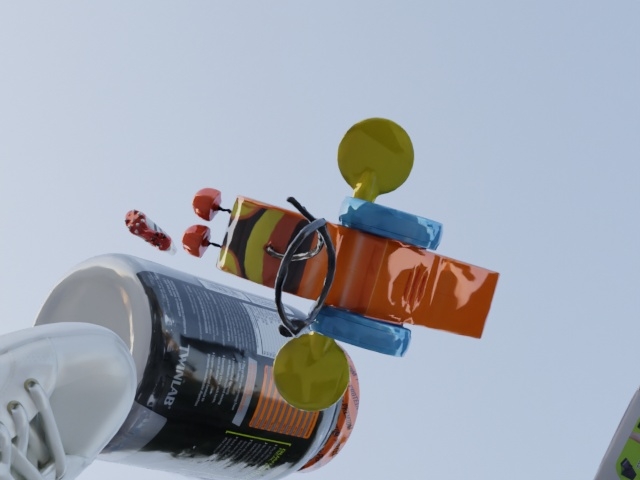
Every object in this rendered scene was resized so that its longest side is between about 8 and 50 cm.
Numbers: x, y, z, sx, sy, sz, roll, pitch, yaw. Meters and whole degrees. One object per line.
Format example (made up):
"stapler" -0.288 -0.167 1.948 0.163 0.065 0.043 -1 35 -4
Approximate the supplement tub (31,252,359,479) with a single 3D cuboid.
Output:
"supplement tub" -0.124 0.146 1.433 0.207 0.207 0.338 -37 -36 26

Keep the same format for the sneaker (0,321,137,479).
"sneaker" -0.188 0.141 0.687 0.123 0.290 0.106 13 -54 44

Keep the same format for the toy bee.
"toy bee" 0.000 0.000 0.906 0.162 0.195 0.298 18 -19 30

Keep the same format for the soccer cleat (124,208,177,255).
"soccer cleat" -0.202 -0.008 1.609 0.083 0.035 0.029 33 -99 33

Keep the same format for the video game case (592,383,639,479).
"video game case" 0.316 0.137 1.134 0.061 0.269 0.244 34 -40 21
